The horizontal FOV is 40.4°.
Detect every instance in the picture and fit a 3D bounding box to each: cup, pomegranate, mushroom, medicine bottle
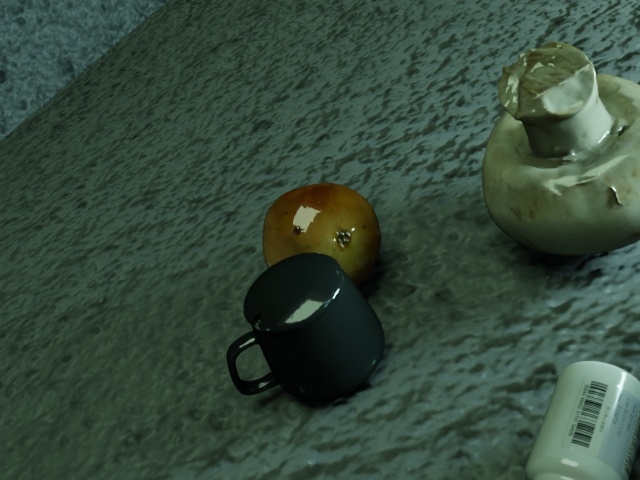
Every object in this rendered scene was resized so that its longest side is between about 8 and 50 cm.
[{"bbox_3d":[-0.032,0.131,1.204,0.223,0.176,0.169,-29,38,-2],"label":"cup"},{"bbox_3d":[0.002,0.002,1.344,0.191,0.191,0.191,-18,36,14],"label":"pomegranate"},{"bbox_3d":[0.352,-0.138,1.184,0.298,0.290,0.297,-18,37,14],"label":"mushroom"},{"bbox_3d":[0.281,0.229,0.931,0.103,0.102,0.186,2,44,35],"label":"medicine bottle"}]
